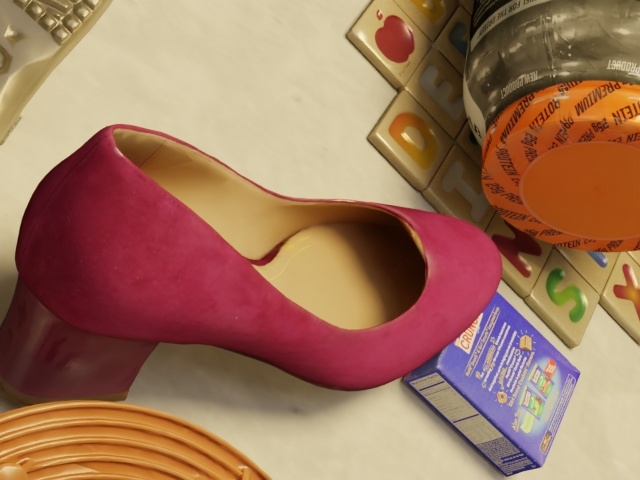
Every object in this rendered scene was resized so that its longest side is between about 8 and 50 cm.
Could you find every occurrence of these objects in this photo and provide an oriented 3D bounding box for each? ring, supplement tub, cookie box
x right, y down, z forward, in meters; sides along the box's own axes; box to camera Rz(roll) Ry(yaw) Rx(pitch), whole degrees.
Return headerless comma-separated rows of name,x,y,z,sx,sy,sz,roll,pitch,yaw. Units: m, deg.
ring,-0.109,0.246,0.698,0.336,0.032,0.337,8,77,-37
supplement tub,0.217,-0.175,1.053,0.207,0.207,0.338,29,55,-25
cookie box,0.120,0.093,0.982,0.107,0.040,0.092,44,50,-15

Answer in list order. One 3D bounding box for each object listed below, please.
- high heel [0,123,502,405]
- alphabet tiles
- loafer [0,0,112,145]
high heel,0.000,0.000,0.822,0.377,0.181,0.127,-13,57,-41
alphabet tiles,0.173,-0.090,1.127,0.342,0.011,0.285,45,50,-14
loafer,-0.212,-0.072,0.765,0.102,0.092,0.268,46,65,-7
